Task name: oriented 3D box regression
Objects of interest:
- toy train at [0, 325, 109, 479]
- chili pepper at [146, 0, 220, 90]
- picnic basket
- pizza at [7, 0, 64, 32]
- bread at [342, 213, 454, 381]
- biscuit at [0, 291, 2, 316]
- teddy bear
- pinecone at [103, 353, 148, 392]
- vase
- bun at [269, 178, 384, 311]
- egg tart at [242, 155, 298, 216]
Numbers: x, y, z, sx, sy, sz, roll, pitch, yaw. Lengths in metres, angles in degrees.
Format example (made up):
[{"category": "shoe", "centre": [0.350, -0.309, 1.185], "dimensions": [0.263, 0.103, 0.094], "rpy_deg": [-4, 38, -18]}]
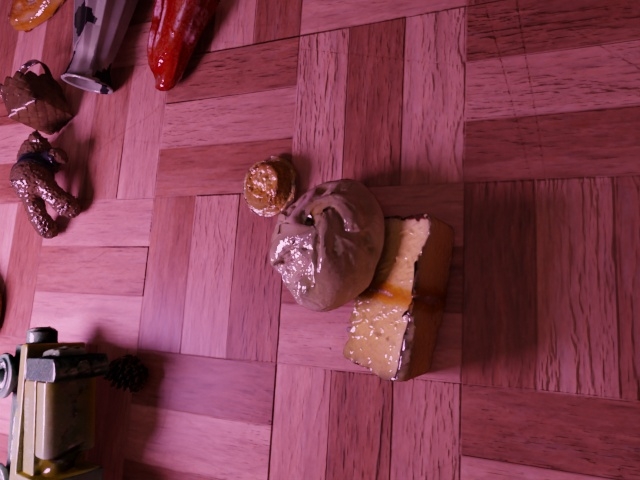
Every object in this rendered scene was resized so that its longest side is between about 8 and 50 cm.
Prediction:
[{"category": "toy train", "centre": [-0.536, 0.369, 0.946], "dimensions": [0.253, 0.160, 0.397], "rpy_deg": [-9, 78, 37]}, {"category": "chili pepper", "centre": [-0.332, -0.462, 1.071], "dimensions": [0.144, 0.136, 0.253], "rpy_deg": [24, 98, -3]}, {"category": "picnic basket", "centre": [-0.711, -0.367, 1.184], "dimensions": [0.128, 0.138, 0.178], "rpy_deg": [-28, 73, 12]}, {"category": "pizza", "centre": [-0.786, -0.661, 1.316], "dimensions": [0.182, 0.062, 0.161], "rpy_deg": [-37, 76, 18]}, {"category": "bread", "centre": [0.140, 0.089, 0.780], "dimensions": [0.141, 0.178, 0.266], "rpy_deg": [11, 87, -8]}, {"category": "biscuit", "centre": [-0.890, 0.179, 1.198], "dimensions": [0.220, 0.066, 0.221], "rpy_deg": [-4, 79, 22]}, {"category": "teddy bear", "centre": [-0.662, -0.144, 1.129], "dimensions": [0.182, 0.129, 0.251], "rpy_deg": [-31, 71, 12]}, {"category": "pinecone", "centre": [-0.395, 0.273, 0.978], "dimensions": [0.083, 0.077, 0.077], "rpy_deg": [43, 98, 13]}, {"category": "vase", "centre": [-0.516, -0.541, 1.138], "dimensions": [0.165, 0.165, 0.360], "rpy_deg": [11, 89, 23]}, {"category": "bun", "centre": [0.000, 0.000, 0.823], "dimensions": [0.210, 0.116, 0.237], "rpy_deg": [-2, 67, 37]}, {"category": "egg tart", "centre": [-0.104, -0.108, 0.941], "dimensions": [0.128, 0.049, 0.129], "rpy_deg": [-4, 80, 23]}]
